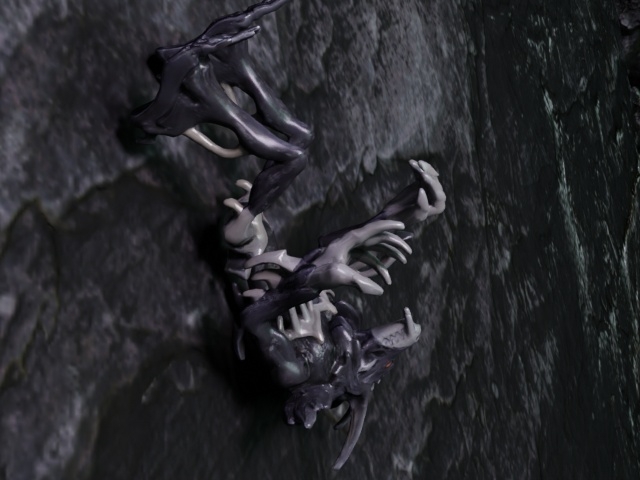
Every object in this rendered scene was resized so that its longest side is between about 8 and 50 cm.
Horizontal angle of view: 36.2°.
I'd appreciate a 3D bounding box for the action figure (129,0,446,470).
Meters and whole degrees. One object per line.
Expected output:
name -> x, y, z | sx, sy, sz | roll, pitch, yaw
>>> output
action figure -> 0.000, 0.000, 0.580 | 0.164, 0.141, 0.275 | -69, 137, -65
